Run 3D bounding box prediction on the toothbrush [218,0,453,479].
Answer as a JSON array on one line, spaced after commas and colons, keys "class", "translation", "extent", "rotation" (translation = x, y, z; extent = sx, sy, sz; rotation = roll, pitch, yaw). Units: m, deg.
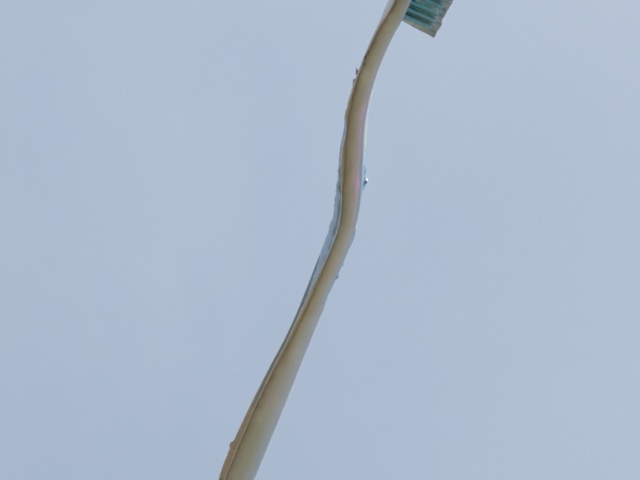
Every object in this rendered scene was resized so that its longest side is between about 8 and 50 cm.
[{"class": "toothbrush", "translation": [0.000, 0.000, 0.507], "extent": [0.017, 0.014, 0.162], "rotation": [21, -78, -9]}]
